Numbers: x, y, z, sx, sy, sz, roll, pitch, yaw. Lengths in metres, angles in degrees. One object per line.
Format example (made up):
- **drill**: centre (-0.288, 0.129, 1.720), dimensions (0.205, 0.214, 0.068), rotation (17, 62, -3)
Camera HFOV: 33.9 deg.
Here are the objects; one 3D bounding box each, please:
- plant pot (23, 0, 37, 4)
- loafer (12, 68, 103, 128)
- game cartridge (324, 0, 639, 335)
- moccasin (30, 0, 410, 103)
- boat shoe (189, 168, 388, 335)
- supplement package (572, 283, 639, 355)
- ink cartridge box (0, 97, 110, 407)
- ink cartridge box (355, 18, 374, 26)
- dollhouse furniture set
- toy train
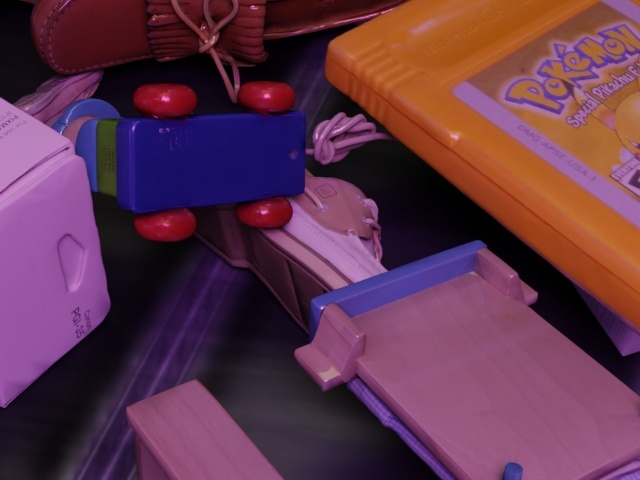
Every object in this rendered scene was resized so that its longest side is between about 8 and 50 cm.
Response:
- **plant pot**: centre (-0.354, -0.360, 1.040), dimensions (0.239, 0.254, 0.254), rotation (26, 51, -2)
- **loafer**: centre (-0.242, -0.129, 0.978), dimensions (0.045, 0.039, 0.125), rotation (-3, 28, 29)
- **game cartridge**: centre (0.212, -0.107, 0.804), dimensions (0.285, 0.052, 0.324), rotation (-33, 62, -30)
- **moccasin**: centre (-0.077, -0.224, 0.983), dimensions (0.380, 0.139, 0.147), rotation (-14, 56, -22)
- **boat shoe**: centre (0.000, 0.000, 0.836), dimensions (0.103, 0.113, 0.302), rotation (-37, 61, -24)
- **supplement package**: centre (0.262, -0.051, 0.886), dimensions (0.139, 0.133, 0.244), rotation (-15, 53, -18)
- **ink cartridge box**: centre (-0.307, -0.036, 0.778), dimensions (0.283, 0.207, 0.117), rotation (31, 55, 20)
- **ink cartridge box**: centre (0.146, -0.254, 1.105), dimensions (0.223, 0.045, 0.224), rotation (-22, 56, -20)
- **dollhouse furniture set**: centre (0.079, 0.182, 0.619), dimensions (0.303, 0.198, 0.286), rotation (-20, 40, -28)
- **toy train**: centre (-0.071, -0.072, 0.800), dimensions (0.248, 0.105, 0.143), rotation (-9, 17, -42)
